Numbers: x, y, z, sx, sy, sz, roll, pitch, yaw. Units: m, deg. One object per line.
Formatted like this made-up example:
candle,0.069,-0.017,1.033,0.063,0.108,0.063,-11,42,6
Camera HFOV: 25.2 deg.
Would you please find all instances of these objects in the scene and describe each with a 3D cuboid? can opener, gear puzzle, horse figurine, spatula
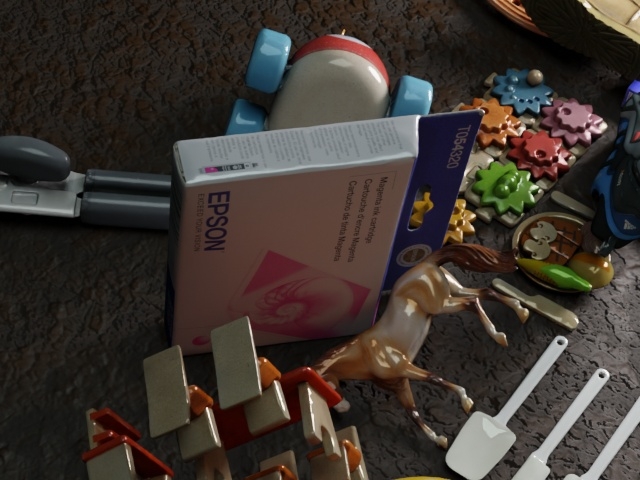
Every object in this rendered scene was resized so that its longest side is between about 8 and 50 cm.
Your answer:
can opener,-0.263,-0.061,1.715,0.280,0.093,0.074,8,51,-8
gear puzzle,0.220,-0.111,1.841,0.175,0.044,0.339,35,56,18
horse figurine,0.117,0.103,1.598,0.174,0.066,0.263,32,89,12
spatula,0.266,0.213,1.614,0.168,0.019,0.242,32,55,17

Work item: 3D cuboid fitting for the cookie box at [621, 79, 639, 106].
cookie box,0.478,-0.192,1.941,0.107,0.040,0.092,34,55,17

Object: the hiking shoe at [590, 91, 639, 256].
hiking shoe,0.387,-0.093,1.789,0.113,0.132,0.304,44,25,-6

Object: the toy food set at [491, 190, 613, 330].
toy food set,0.302,0.010,1.762,0.132,0.038,0.192,27,54,13

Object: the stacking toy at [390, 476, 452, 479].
stacking toy,0.077,0.308,1.197,0.350,0.480,0.351,-2,62,4

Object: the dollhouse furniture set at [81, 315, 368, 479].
dollhouse furniture set,-0.108,0.193,1.447,0.259,0.262,0.135,-24,51,14

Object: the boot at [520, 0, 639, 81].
boot,0.436,-0.351,1.999,0.236,0.089,0.269,38,55,12

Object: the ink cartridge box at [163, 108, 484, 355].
ink cartridge box,0.000,0.000,1.549,0.330,0.324,0.071,-6,55,-12

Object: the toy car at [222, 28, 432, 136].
toy car,0.011,-0.199,1.798,0.219,0.210,0.238,17,39,-8

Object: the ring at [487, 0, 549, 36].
ring,0.373,-0.398,2.094,0.336,0.032,0.337,4,52,-5
